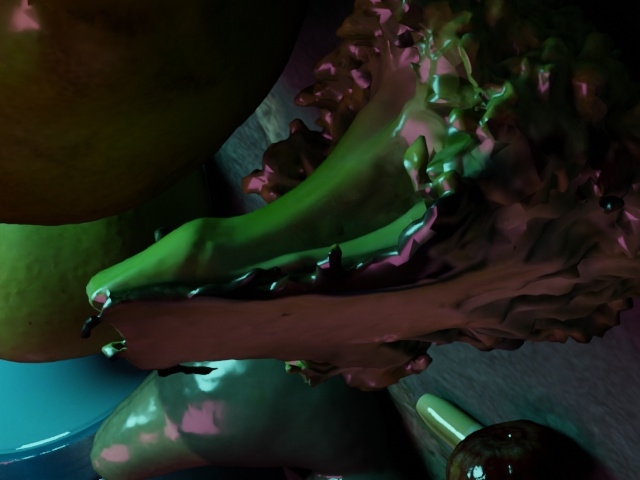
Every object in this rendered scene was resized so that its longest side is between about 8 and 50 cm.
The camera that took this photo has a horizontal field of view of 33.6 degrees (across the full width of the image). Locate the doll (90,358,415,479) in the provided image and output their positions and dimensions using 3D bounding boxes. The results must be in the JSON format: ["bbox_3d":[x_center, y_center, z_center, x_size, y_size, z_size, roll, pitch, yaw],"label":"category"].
[{"bbox_3d":[-0.075,0.280,1.004,0.378,0.382,0.252,65,-173,7],"label":"doll"}]

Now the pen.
[{"bbox_3d":[0.158,0.186,0.783,0.233,0.032,0.040,37,156,37],"label":"pen"}]

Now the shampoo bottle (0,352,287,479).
[{"bbox_3d":[-0.232,0.236,1.208,0.331,0.331,0.342,27,146,46],"label":"shampoo bottle"}]

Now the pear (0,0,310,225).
[{"bbox_3d":[-0.173,-0.176,0.553,0.352,0.352,0.413,63,165,-21],"label":"pear"}]

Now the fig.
[{"bbox_3d":[0.136,0.190,0.733,0.089,0.089,0.125,15,118,56],"label":"fig"}]

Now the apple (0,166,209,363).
[{"bbox_3d":[-0.247,-0.036,0.968,0.292,0.292,0.254,43,150,23],"label":"apple"}]

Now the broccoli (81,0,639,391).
[{"bbox_3d":[0.024,-0.040,0.498,0.242,0.273,0.180,110,154,-61],"label":"broccoli"}]
